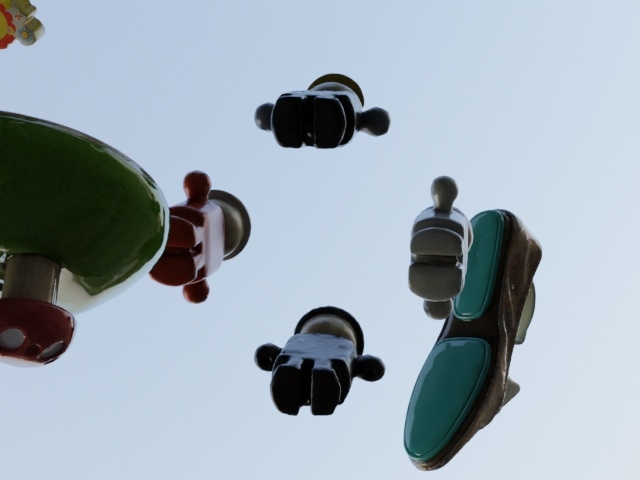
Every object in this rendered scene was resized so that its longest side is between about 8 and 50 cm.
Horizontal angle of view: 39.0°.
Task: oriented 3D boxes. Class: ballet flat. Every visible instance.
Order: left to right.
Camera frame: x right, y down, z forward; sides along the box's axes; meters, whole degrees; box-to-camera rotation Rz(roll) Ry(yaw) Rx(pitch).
[{"bbox_3d":[0.189,0.119,1.021,0.106,0.107,0.316,32,-108,-33],"label":"ballet flat"}]

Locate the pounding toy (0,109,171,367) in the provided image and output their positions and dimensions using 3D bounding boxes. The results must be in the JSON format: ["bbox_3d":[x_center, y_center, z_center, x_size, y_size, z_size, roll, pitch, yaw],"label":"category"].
[{"bbox_3d":[-0.204,0.018,0.490,0.236,0.110,0.183,9,-29,-15],"label":"pounding toy"}]

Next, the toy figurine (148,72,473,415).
[{"bbox_3d":[0.000,0.000,0.680,0.209,0.213,0.148,-45,0,14],"label":"toy figurine"}]

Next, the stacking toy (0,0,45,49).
[{"bbox_3d":[-0.113,-0.191,0.627,0.221,0.167,0.052,-3,-57,15],"label":"stacking toy"}]
